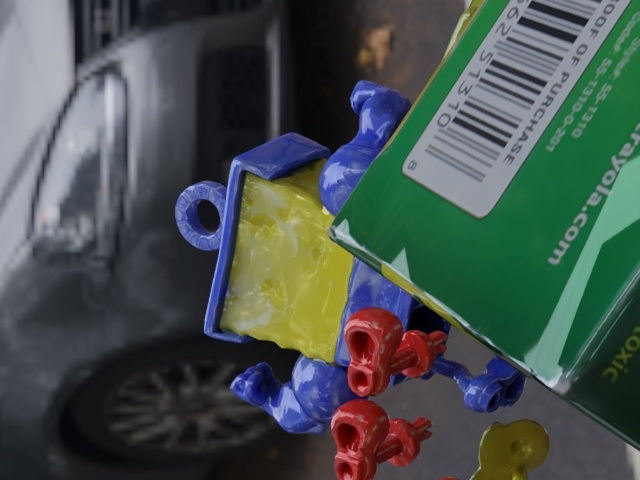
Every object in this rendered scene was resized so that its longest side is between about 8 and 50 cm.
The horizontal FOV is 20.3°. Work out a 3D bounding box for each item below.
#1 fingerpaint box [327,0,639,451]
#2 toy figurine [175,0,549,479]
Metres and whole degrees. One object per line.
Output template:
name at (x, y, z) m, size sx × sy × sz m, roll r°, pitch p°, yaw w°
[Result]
fingerpaint box at (0.286, -0.078, 0.556) m, size 0.445 × 0.371 × 0.163 m, roll -56°, pitch 27°, yaw 2°
toy figurine at (0.000, 0.000, 0.904) m, size 0.217 × 0.191 × 0.362 m, roll 25°, pitch 120°, yaw 31°
